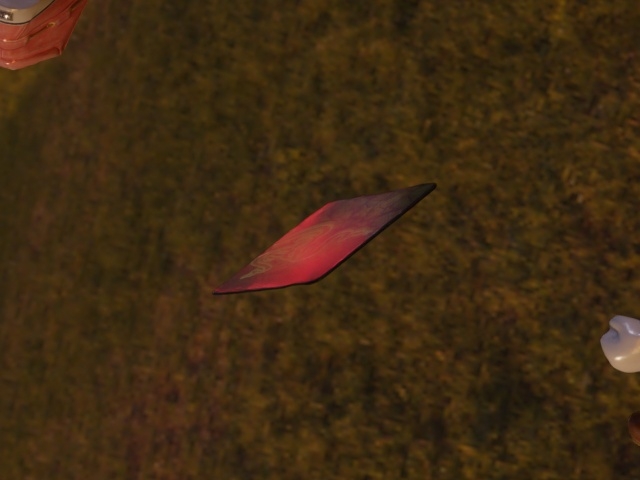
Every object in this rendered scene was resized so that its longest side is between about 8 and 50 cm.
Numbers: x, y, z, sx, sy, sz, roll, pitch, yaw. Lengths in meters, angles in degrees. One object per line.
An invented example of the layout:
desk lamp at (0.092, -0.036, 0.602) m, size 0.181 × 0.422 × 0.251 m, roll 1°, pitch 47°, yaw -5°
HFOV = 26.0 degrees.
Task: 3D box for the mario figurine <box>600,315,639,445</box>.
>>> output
mario figurine at (0.379, 0.046, 1.385) m, size 0.198 × 0.170 × 0.320 m, roll -53°, pitch -27°, yaw -66°

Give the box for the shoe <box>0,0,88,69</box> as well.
shoe at (-0.226, -0.223, 1.208) m, size 0.178 × 0.063 × 0.081 m, roll -51°, pitch -13°, yaw -35°

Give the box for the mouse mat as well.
mouse mat at (0.000, 0.000, 1.187) m, size 0.152 × 0.007 × 0.190 m, roll -38°, pitch 14°, yaw -28°
